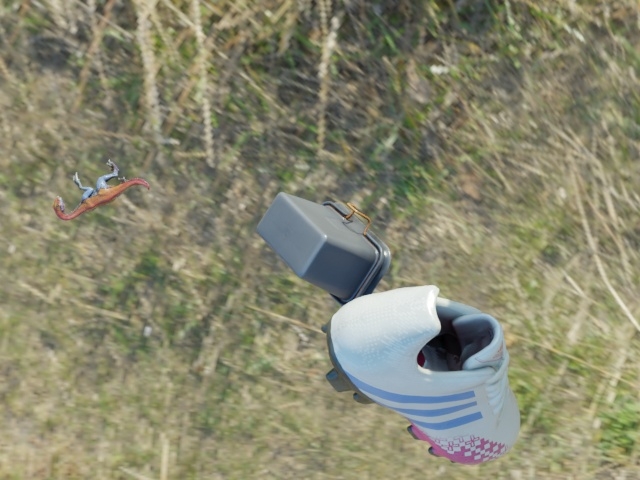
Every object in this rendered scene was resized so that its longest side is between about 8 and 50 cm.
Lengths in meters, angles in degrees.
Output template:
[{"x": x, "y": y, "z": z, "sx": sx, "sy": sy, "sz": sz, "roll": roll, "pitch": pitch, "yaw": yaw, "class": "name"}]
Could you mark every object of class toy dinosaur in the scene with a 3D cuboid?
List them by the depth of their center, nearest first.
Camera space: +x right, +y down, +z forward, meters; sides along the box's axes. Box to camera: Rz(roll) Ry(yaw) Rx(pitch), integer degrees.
[{"x": -0.246, "y": -0.050, "z": 1.456, "sx": 0.090, "sy": 0.047, "sz": 0.082, "roll": 3, "pitch": 42, "yaw": 46, "class": "toy dinosaur"}]

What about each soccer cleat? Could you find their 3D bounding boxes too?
[{"x": 0.138, "y": 0.134, "z": 1.300, "sx": 0.143, "sy": 0.331, "sz": 0.116, "roll": -23, "pitch": 57, "yaw": 27, "class": "soccer cleat"}]

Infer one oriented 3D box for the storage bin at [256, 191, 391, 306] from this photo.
[{"x": 0.000, "y": 0.000, "z": 1.468, "sx": 0.098, "sy": 0.091, "sz": 0.135, "roll": -57, "pitch": 44, "yaw": 11, "class": "storage bin"}]
